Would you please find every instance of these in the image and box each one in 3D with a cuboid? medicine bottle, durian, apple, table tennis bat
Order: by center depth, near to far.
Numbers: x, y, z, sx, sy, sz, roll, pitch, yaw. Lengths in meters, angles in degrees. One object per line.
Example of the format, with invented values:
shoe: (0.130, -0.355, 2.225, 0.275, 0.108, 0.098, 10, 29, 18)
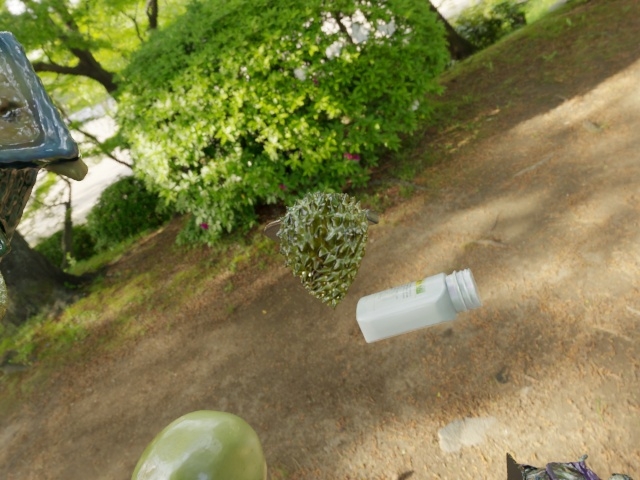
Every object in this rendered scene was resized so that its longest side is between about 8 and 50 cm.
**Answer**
durian: (-0.004, -0.001, 0.669, 0.119, 0.108, 0.186, -18, 62, 63)
table tennis bat: (0.001, -0.021, 0.986, 0.301, 0.173, 0.022, -15, 64, 49)
apple: (-0.323, 0.639, 1.249, 0.357, 0.357, 0.357, -19, 32, 13)
medicine bottle: (0.270, 0.176, 1.300, 0.324, 0.124, 0.179, -22, 9, 18)

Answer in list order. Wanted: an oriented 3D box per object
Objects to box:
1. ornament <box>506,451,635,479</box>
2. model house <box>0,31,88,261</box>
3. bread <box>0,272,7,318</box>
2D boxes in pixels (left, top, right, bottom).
ornament: (0.418, 0.397, 0.786, 0.203, 0.081, 0.088, -9, 0, 5)
model house: (-0.525, -0.108, 0.644, 0.334, 0.342, 0.382, 16, 79, 62)
bread: (-0.414, 0.042, 0.521, 0.086, 0.156, 0.125, -12, -24, -49)
